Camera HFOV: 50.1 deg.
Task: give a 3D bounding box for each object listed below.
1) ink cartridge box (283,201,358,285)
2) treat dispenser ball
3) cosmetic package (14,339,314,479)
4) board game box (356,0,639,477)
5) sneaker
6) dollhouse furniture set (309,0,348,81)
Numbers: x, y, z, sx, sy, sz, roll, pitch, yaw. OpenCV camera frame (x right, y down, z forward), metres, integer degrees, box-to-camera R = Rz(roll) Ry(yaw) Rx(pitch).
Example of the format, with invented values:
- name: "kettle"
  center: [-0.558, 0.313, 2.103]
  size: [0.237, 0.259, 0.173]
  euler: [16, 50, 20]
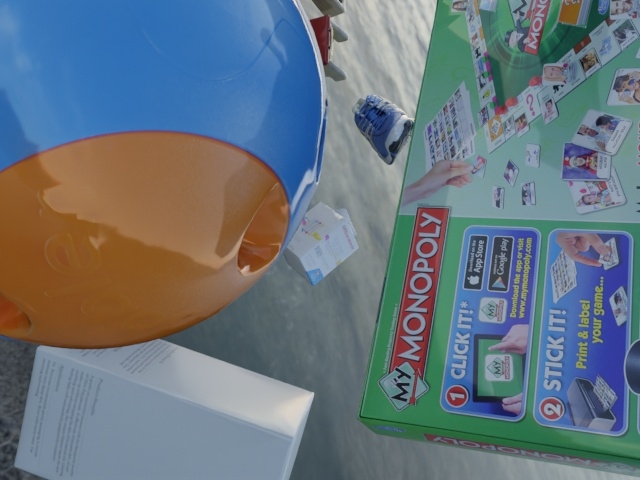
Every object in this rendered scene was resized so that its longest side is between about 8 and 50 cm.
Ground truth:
- name: "ink cartridge box"
  center: [0.000, 0.000, 1.383]
  size: [0.090, 0.143, 0.092]
  euler: [37, -21, 42]
- name: "treat dispenser ball"
  center: [-0.139, -0.078, 0.424]
  size: [0.288, 0.288, 0.288]
  euler: [43, 37, -44]
- name: "cosmetic package"
  center: [-0.214, 0.266, 0.962]
  size: [0.155, 0.365, 0.197]
  euler: [-53, 162, -75]
- name: "board game box"
  center: [0.156, -0.028, 0.419]
  size: [0.046, 0.213, 0.318]
  euler: [53, 45, -56]
- name: "sneaker"
  center: [0.089, -0.170, 1.024]
  size: [0.081, 0.080, 0.211]
  euler: [33, 9, -11]
- name: "dollhouse furniture set"
  center: [-0.066, -0.478, 1.290]
  size: [0.152, 0.201, 0.375]
  euler: [33, 54, -56]
